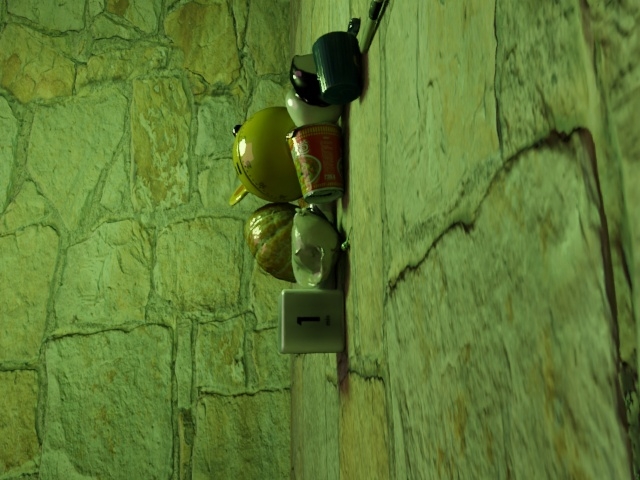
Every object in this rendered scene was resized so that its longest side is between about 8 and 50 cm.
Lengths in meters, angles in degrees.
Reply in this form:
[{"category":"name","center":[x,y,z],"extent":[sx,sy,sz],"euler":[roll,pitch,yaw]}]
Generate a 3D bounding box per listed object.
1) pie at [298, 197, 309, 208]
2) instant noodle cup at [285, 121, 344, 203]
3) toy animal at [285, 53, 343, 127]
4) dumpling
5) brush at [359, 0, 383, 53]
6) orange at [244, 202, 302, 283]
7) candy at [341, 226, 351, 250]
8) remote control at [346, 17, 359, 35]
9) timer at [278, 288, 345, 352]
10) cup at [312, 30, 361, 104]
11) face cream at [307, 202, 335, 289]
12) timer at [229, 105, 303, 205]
[{"category":"pie","center":[-0.058,-0.167,2.458],"extent":[0.193,0.078,0.163],"euler":[106,159,-65]},{"category":"instant noodle cup","center":[-0.006,-0.235,1.764],"extent":[0.193,0.192,0.212],"euler":[120,143,-74]},{"category":"toy animal","center":[-0.012,-0.452,1.750],"extent":[0.235,0.187,0.165],"euler":[100,156,-50]},{"category":"dumpling","center":[-0.015,0.024,1.788],"extent":[0.293,0.163,0.205],"euler":[-117,16,-45]},{"category":"brush","center":[0.119,-0.522,1.327],"extent":[0.039,0.042,0.299],"euler":[50,167,5]},{"category":"orange","center":[-0.125,-0.002,2.103],"extent":[0.249,0.329,0.329],"euler":[-39,27,15]},{"category":"candy","center":[0.080,-0.006,1.641],"extent":[0.023,0.025,0.083],"euler":[44,130,41]},{"category":"remote control","center":[0.087,-0.600,1.625],"extent":[0.152,0.027,0.044],"euler":[147,119,-83]},{"category":"timer","center":[-0.033,0.259,1.779],"extent":[0.192,0.194,0.195],"euler":[124,145,-76]},{"category":"cup","center":[0.056,-0.458,1.546],"extent":[0.176,0.131,0.155],"euler":[35,-133,-63]},{"category":"face cream","center":[0.000,0.000,1.913],"extent":[0.102,0.101,0.346],"euler":[124,145,-76]},{"category":"timer","center":[-0.173,-0.297,2.025],"extent":[0.386,0.375,0.377],"euler":[-13,74,52]}]
